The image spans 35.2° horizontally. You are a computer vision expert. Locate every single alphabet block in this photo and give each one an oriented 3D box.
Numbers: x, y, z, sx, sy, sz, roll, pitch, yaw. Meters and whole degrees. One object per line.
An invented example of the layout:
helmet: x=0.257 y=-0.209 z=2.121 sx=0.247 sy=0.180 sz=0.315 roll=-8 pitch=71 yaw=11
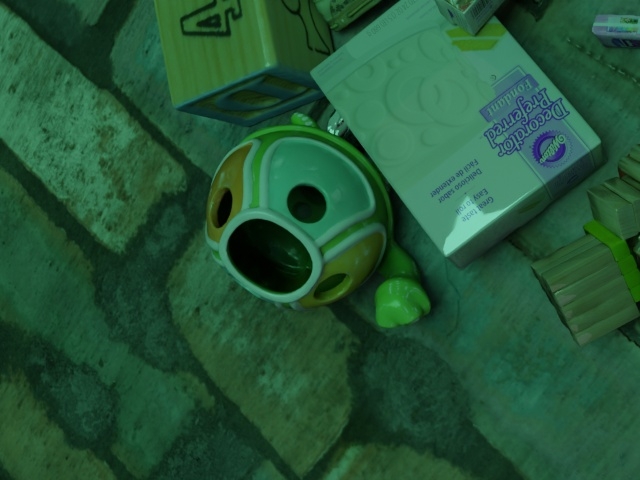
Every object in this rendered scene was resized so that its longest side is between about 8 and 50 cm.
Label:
alphabet block: x=-0.108 y=-0.300 z=1.497 sx=0.193 sy=0.192 sz=0.197 roll=-17 pitch=78 yaw=29

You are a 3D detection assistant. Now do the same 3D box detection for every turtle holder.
turtle holder: x=-0.019 y=0.003 z=1.380 sx=0.243 sy=0.227 sz=0.320 roll=-25 pitch=105 yaw=24

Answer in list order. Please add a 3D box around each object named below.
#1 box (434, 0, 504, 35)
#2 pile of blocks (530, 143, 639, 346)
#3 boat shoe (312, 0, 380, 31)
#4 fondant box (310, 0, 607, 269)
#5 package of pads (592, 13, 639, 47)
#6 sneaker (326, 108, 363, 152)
box: x=0.269 y=-0.405 z=1.270 sx=0.063 sy=0.067 sz=0.324 roll=41 pitch=91 yaw=25
pile of blocks: x=0.397 y=-0.042 z=1.222 sx=0.362 sy=0.149 sz=0.112 roll=-52 pitch=20 yaw=10
boat shoe: x=0.112 y=-0.385 z=1.423 sx=0.285 sy=0.104 sz=0.089 roll=-16 pitch=116 yaw=36
fondant box: x=0.176 y=-0.164 z=1.324 sx=0.238 sy=0.096 sz=0.330 roll=-38 pitch=69 yaw=8
package of pads: x=0.385 y=-0.260 z=1.254 sx=0.083 sy=0.050 sz=0.032 roll=10 pitch=88 yaw=33
sneaker: x=0.058 y=-0.176 z=1.456 sx=0.077 sy=0.072 sz=0.178 roll=9 pitch=98 yaw=23
